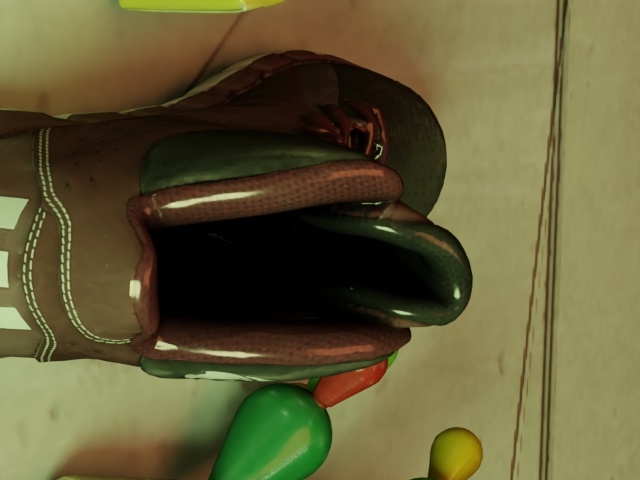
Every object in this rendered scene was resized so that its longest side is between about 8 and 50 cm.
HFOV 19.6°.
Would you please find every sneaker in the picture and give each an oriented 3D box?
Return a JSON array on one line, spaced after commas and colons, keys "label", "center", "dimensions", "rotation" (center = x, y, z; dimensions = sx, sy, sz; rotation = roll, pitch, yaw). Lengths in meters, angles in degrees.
[{"label": "sneaker", "center": [0.000, 0.000, 0.608], "dimensions": [0.281, 0.162, 0.106], "rotation": [-17, 109, -51]}]

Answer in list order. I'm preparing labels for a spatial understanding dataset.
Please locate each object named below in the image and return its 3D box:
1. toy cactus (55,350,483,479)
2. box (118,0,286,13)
[{"label": "toy cactus", "center": [-0.021, 0.124, 0.669], "dimensions": [0.180, 0.112, 0.219], "rotation": [22, 87, -43]}, {"label": "box", "center": [-0.035, -0.197, 0.615], "dimensions": [0.087, 0.058, 0.232], "rotation": [-25, 116, -50]}]
